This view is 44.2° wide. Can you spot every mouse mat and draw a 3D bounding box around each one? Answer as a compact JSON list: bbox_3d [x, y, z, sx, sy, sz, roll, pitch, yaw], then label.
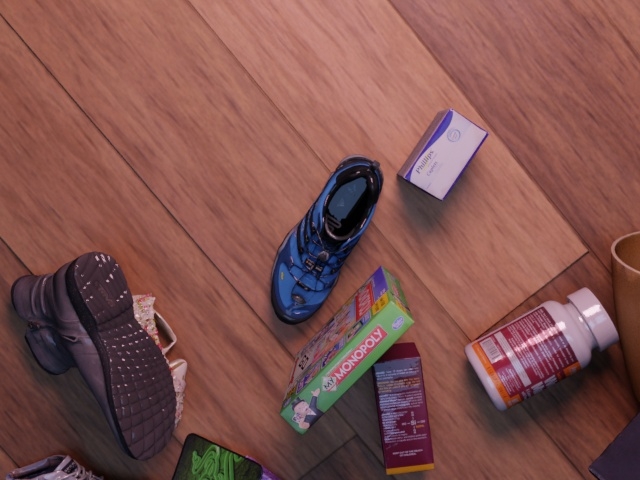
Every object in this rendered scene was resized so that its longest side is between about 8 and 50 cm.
[{"bbox_3d":[-0.192,0.443,1.350,0.153,0.007,0.189,20,92,16],"label":"mouse mat"}]

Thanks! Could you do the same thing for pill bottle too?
[{"bbox_3d":[0.354,0.172,1.268,0.221,0.121,0.121,-30,95,5],"label":"pill bottle"}]

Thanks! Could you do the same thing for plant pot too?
[{"bbox_3d":[0.565,0.139,1.222,0.237,0.237,0.254,-2,111,2],"label":"plant pot"}]

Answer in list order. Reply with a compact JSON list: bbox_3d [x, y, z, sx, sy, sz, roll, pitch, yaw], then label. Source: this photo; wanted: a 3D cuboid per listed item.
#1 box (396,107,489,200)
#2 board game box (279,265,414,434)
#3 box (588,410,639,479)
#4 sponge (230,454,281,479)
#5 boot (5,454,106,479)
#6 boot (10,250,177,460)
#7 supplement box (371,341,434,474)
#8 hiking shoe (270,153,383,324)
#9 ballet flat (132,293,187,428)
[{"bbox_3d":[0.186,-0.133,1.227,0.072,0.137,0.126,33,97,-3],"label":"box"},{"bbox_3d":[0.040,0.149,1.177,0.046,0.317,0.213,42,96,-3],"label":"board game box"},{"bbox_3d":[0.696,0.275,1.069,0.471,0.297,0.480,-51,137,5],"label":"box"},{"bbox_3d":[-0.079,0.480,1.364,0.210,0.031,0.117,37,97,-3],"label":"sponge"},{"bbox_3d":[-0.407,0.423,1.334,0.258,0.095,0.123,-12,103,4],"label":"boot"},{"bbox_3d":[-0.367,0.193,1.270,0.223,0.118,0.338,-21,86,39],"label":"boot"},{"bbox_3d":[0.132,0.272,1.296,0.081,0.104,0.188,-8,97,2],"label":"supplement box"},{"bbox_3d":[0.000,0.000,1.252,0.113,0.132,0.304,25,97,-1],"label":"hiking shoe"},{"bbox_3d":[-0.267,0.196,1.315,0.077,0.091,0.240,-26,102,-28],"label":"ballet flat"}]
